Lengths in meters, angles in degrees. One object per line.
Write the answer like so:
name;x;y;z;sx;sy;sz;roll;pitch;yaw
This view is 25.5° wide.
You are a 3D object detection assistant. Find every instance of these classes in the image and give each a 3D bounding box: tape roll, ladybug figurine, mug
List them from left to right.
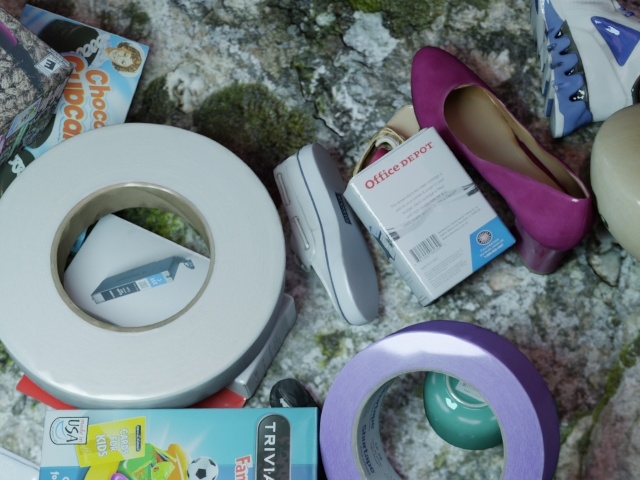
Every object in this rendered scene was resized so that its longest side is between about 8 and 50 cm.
tape roll;-0.238;0.032;1.804;0.392;0.072;0.392;1;66;-2
tape roll;0.141;0.236;1.681;0.275;0.090;0.274;3;97;22
mug;0.207;0.184;1.769;0.158;0.097;0.129;-19;65;-3
ladybug figurine;0.542;-0.025;1.769;0.449;0.162;0.305;18;44;0

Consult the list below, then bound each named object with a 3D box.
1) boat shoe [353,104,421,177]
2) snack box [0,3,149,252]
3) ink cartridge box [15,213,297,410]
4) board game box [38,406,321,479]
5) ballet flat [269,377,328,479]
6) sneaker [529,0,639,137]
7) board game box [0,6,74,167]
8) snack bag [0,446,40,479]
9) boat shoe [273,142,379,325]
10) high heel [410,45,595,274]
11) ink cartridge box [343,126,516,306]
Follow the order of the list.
boat shoe;0.095;-0.122;1.941;0.063;0.059;0.170;24;70;15
snack box;-0.373;-0.158;1.961;0.187;0.060;0.322;18;64;-8
ink cartridge box;-0.220;0.134;1.848;0.296;0.066;0.261;23;68;15
board game box;-0.169;0.331;1.690;0.336;0.079;0.253;-1;64;3
ballet flat;-0.009;0.252;1.795;0.057;0.049;0.173;-20;69;-30
sneaker;0.395;-0.293;1.970;0.182;0.127;0.315;-3;72;-1
board game box;-0.500;-0.179;1.778;0.232;0.141;0.291;38;47;1
snack bag;-0.415;0.419;1.730;0.342;0.037;0.323;21;66;19
boat shoe;0.000;0.000;1.880;0.088;0.096;0.267;-28;69;23
high heel;0.244;-0.146;1.865;0.127;0.181;0.377;-24;68;-22
ink cartridge box;0.141;-0.031;1.856;0.140;0.082;0.190;-34;83;-11
